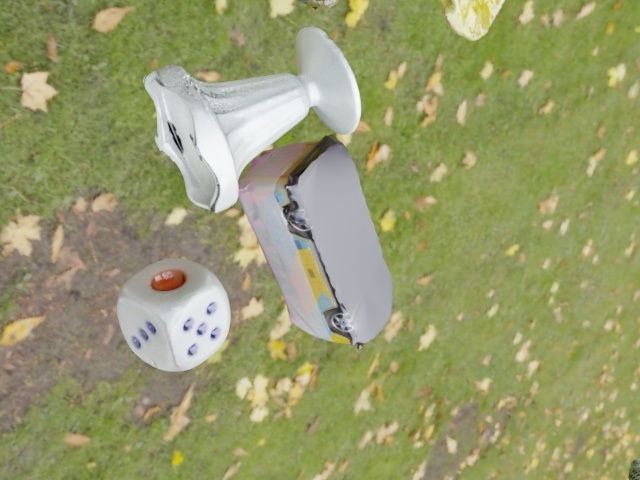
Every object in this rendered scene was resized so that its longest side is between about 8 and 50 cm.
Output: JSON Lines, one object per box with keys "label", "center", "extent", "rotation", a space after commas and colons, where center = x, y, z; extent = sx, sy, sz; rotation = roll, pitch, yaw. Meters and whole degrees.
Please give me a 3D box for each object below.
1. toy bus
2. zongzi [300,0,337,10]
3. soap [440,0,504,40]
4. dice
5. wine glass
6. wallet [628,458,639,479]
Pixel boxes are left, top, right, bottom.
{"label": "toy bus", "center": [-0.004, 0.010, 1.381], "extent": [0.171, 0.162, 0.386], "rotation": [-48, 129, -38]}
{"label": "zongzi", "center": [-0.072, -0.696, 1.888], "extent": [0.125, 0.251, 0.274], "rotation": [-46, 124, 1]}
{"label": "soap", "center": [0.173, -0.495, 1.003], "extent": [0.306, 0.115, 0.427], "rotation": [46, 35, -53]}
{"label": "dice", "center": [-0.328, 0.164, 1.733], "extent": [0.194, 0.193, 0.191], "rotation": [-38, 137, -41]}
{"label": "wine glass", "center": [-0.072, -0.136, 0.833], "extent": [0.196, 0.165, 0.165], "rotation": [-26, 137, -22]}
{"label": "wallet", "center": [0.558, 0.521, 1.240], "extent": [0.342, 0.075, 0.237], "rotation": [-20, 90, -67]}
